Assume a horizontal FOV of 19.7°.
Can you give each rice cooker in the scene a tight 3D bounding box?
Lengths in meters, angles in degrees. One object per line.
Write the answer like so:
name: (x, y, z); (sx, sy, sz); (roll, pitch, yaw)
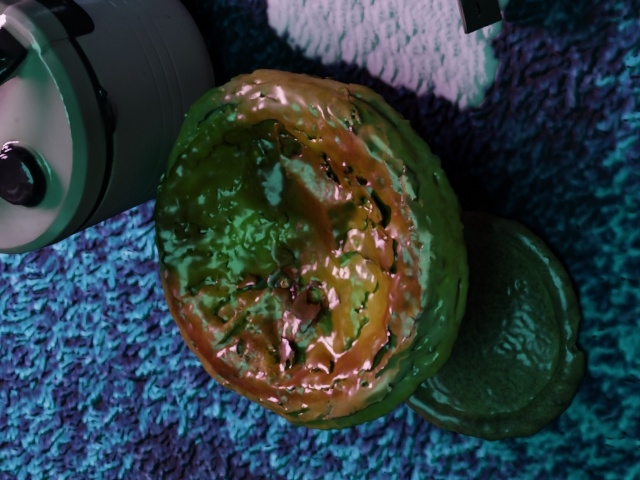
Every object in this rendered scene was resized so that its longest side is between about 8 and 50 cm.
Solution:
rice cooker: (-0.222, -0.109, 1.471); (0.226, 0.244, 0.226); (13, 116, 28)

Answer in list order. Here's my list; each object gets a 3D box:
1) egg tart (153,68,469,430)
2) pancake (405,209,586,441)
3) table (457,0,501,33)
egg tart: (0.000, 0.000, 1.408); (0.290, 0.115, 0.290); (12, 111, 33)
pancake: (0.120, 0.069, 1.432); (0.199, 0.021, 0.199); (13, 114, 31)
table: (0.155, -0.240, 1.272); (0.146, 0.062, 0.175); (-3, 105, 35)
